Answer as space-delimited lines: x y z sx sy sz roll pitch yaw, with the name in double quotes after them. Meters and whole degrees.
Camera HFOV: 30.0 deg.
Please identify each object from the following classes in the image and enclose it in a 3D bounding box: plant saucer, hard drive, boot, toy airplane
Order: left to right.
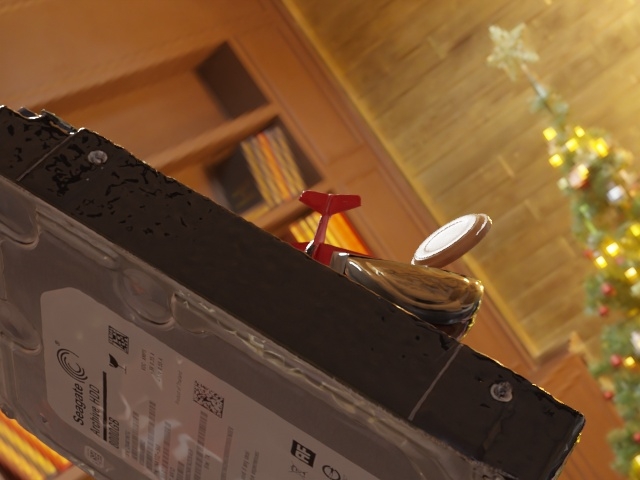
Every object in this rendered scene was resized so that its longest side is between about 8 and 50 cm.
-0.049 0.092 0.647 0.064 0.339 0.237 -46 -21 -38 "hard drive"
0.000 0.000 1.233 0.151 0.151 0.028 -34 -40 -17 "toy airplane"
0.026 0.152 0.836 0.096 0.281 0.264 10 0 -16 "boot"
0.118 0.001 1.090 0.083 0.013 0.083 -34 12 8 "plant saucer"
